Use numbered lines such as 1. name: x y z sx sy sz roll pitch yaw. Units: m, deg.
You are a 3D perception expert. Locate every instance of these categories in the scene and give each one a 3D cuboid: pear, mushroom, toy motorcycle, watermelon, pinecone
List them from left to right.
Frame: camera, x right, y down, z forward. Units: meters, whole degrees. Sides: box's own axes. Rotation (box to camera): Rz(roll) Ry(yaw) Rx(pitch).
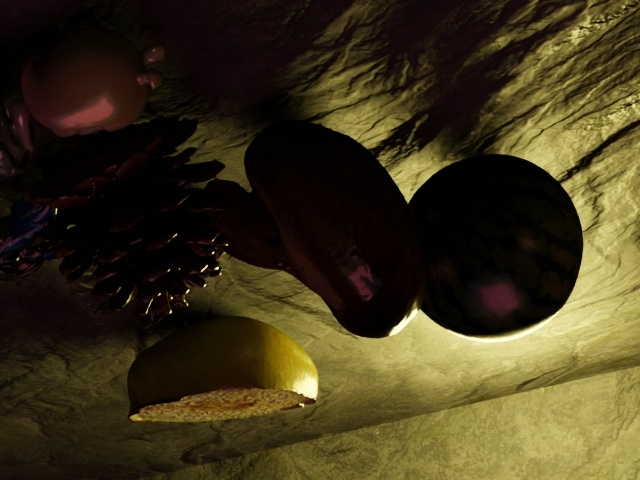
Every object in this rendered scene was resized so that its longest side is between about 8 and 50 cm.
1. toy motorcycle: -0.388 -0.034 1.319 0.315 0.113 0.169 -33 152 16
2. pinecone: -0.233 -0.028 1.185 0.264 0.264 0.264 -6 156 -3
3. pear: -0.207 0.262 1.941 0.387 0.191 0.340 4 157 -25
4. mushroom: 0.020 -0.016 1.272 0.345 0.345 0.239 22 107 -48
5. watermelon: 0.255 0.010 1.412 0.285 0.285 0.285 -6 156 -3

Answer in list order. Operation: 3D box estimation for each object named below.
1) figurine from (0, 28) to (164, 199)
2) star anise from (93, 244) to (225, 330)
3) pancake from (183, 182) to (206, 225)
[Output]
1. figurine: -0.365 -0.156 1.023 0.395 0.226 0.274 -15 127 2
2. star anise: -0.246 0.028 1.495 0.213 0.129 0.282 6 135 -31
3. pancake: -0.207 -0.035 1.393 0.130 0.116 0.022 28 -175 -26
